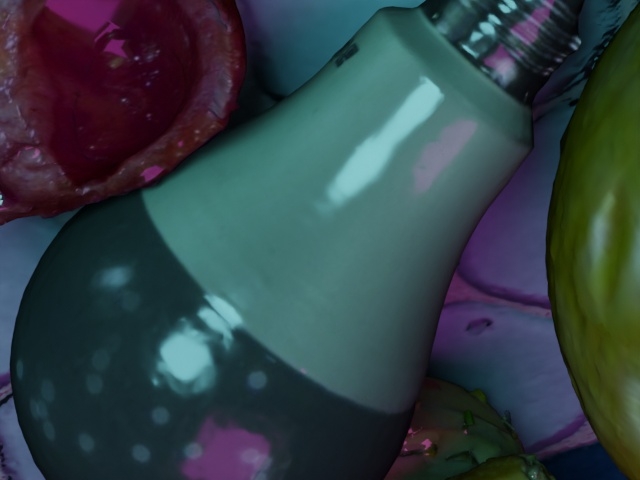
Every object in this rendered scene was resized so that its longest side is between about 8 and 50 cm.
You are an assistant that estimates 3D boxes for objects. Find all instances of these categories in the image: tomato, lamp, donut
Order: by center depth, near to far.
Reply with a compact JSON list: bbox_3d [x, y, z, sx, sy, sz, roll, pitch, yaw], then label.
[{"bbox_3d":[-0.127,-0.084,0.621,0.189,0.099,0.173,-11,151,-8],"label":"tomato"},{"bbox_3d":[-0.007,-0.001,0.729,0.182,0.182,0.314,35,90,-39],"label":"lamp"},{"bbox_3d":[0.034,0.137,0.931,0.174,0.068,0.175,-4,137,-4],"label":"donut"}]

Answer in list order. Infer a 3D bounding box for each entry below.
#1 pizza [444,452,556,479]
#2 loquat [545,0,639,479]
[{"bbox_3d":[0.101,0.201,0.918,0.199,0.062,0.188,25,129,-34],"label":"pizza"},{"bbox_3d":[0.233,0.003,0.680,0.276,0.276,0.284,9,132,-21],"label":"loquat"}]
